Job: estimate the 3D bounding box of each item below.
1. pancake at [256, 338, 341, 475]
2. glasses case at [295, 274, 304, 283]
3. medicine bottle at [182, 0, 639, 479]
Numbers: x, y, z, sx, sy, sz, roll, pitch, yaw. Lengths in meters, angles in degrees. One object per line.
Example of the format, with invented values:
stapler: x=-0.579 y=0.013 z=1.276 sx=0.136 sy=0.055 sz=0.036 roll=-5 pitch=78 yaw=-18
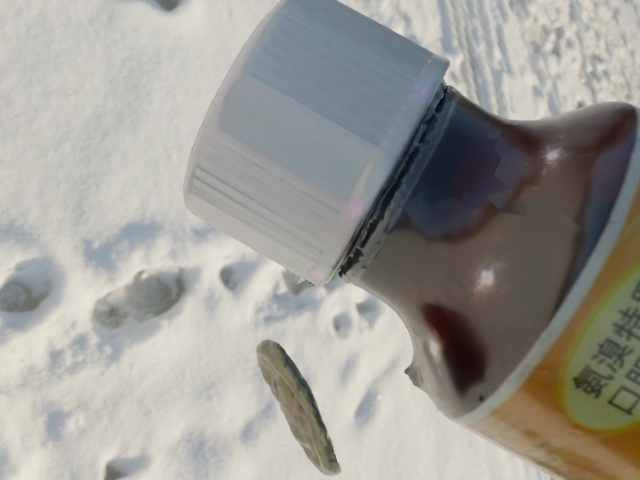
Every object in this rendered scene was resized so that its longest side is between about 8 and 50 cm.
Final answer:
pancake: x=-0.039 y=0.264 z=1.304 sx=0.042 sy=0.222 sz=0.236 roll=-25 pitch=100 yaw=-15
glasses case: x=0.000 y=0.000 z=1.723 sx=0.105 sy=0.266 sz=0.056 roll=-23 pitch=71 yaw=-20
medicine bottle: x=0.110 y=0.007 z=0.546 sx=0.395 sy=0.242 sz=0.242 roll=25 pitch=43 yaw=1
